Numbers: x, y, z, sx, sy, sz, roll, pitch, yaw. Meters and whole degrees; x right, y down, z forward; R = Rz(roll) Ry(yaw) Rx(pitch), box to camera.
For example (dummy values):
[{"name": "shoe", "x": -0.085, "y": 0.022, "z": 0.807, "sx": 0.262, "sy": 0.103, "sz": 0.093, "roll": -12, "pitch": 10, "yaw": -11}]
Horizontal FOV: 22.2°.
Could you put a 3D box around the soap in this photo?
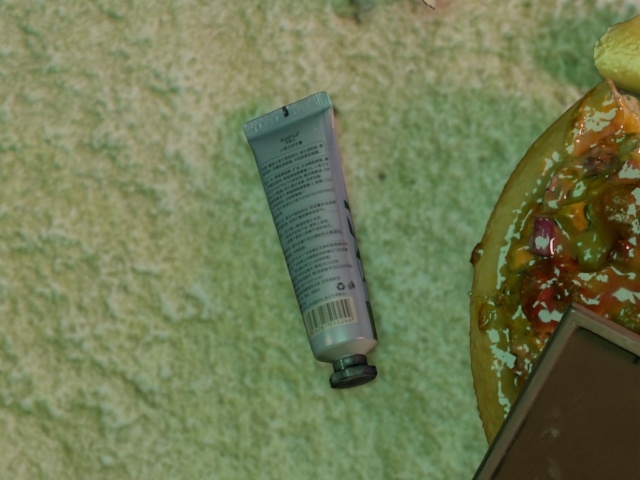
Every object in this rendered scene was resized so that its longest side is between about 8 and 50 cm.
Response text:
[{"name": "soap", "x": 0.328, "y": -0.155, "z": 1.442, "sx": 0.168, "sy": 0.033, "sz": 0.089, "roll": 25, "pitch": 83, "yaw": 17}]

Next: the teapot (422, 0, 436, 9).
[{"name": "teapot", "x": 0.152, "y": -0.330, "z": 1.457, "sx": 0.251, "sy": 0.183, "sz": 0.183, "roll": -45, "pitch": 72, "yaw": 12}]

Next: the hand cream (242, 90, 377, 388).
[{"name": "hand cream", "x": 0.000, "y": 0.000, "z": 1.480, "sx": 0.091, "sy": 0.058, "sz": 0.271, "roll": -22, "pitch": 71, "yaw": 20}]

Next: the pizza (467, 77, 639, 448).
[{"name": "pizza", "x": 0.255, "y": 0.068, "z": 1.378, "sx": 0.278, "sy": 0.114, "sz": 0.408, "roll": 10, "pitch": 87, "yaw": 21}]

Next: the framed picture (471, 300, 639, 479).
[{"name": "framed picture", "x": 0.284, "y": 0.217, "z": 1.301, "sx": 0.315, "sy": 0.024, "sz": 0.232, "roll": 27, "pitch": 106, "yaw": -1}]
